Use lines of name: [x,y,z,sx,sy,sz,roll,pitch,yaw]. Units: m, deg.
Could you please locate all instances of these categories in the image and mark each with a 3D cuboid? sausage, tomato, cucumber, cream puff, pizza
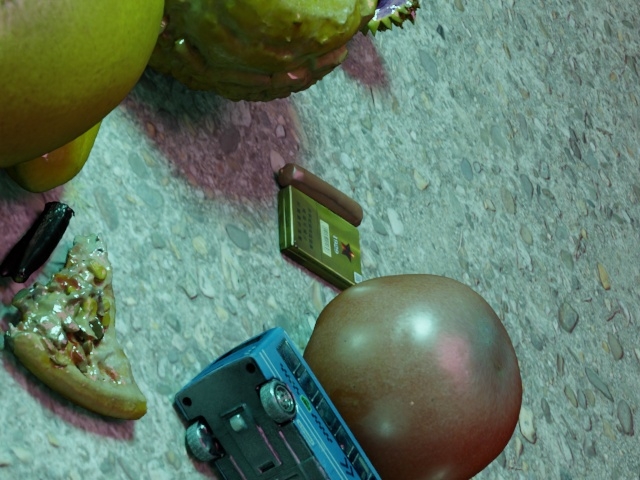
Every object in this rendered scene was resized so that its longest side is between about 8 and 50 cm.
sausage: [0.001,-0.055,2.117,0.147,0.035,0.030,32,66,-43]
tomato: [0.102,0.157,1.929,0.256,0.224,0.256,29,53,-48]
cucumber: [-0.269,0.004,1.663,0.135,0.033,0.034,-65,155,-51]
cream puff: [-0.108,-0.304,1.950,0.343,0.231,0.327,-21,79,-53]
pizza: [-0.221,0.068,1.668,0.185,0.052,0.195,39,38,-40]

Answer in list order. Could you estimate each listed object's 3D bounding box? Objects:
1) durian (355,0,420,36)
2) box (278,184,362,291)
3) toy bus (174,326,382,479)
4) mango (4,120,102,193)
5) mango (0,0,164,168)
durian: [0.019,-0.376,2.306,0.260,0.153,0.186,58,8,4]
box: [0.000,0.000,2.081,0.133,0.023,0.090,32,44,-41]
toy bus: [-0.030,0.219,1.778,0.246,0.113,0.134,57,25,-7]
mango: [-0.281,-0.192,1.715,0.176,0.119,0.317,16,61,-53]
mango: [-0.300,-0.193,1.522,0.378,0.221,0.264,-19,89,-35]
